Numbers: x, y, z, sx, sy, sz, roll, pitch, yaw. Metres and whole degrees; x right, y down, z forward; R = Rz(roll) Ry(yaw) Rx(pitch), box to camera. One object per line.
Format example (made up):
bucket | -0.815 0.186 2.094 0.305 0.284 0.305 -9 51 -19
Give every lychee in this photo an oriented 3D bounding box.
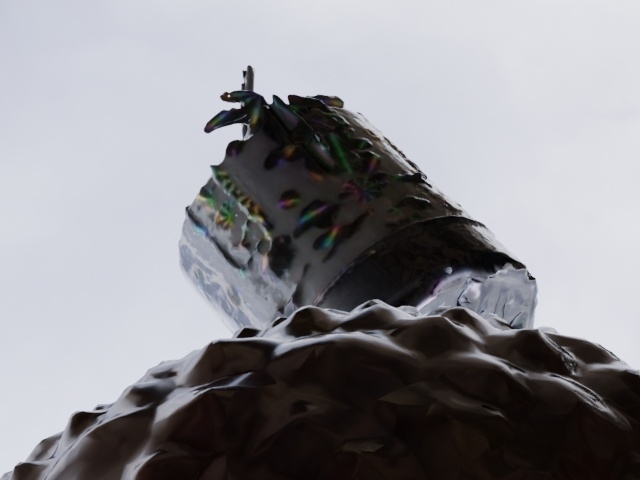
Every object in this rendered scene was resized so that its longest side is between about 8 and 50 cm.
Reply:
lychee | 0.005 0.138 0.456 0.261 0.260 0.260 3 -146 -2

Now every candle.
candle | 0.000 0.000 1.333 0.187 0.187 0.330 -19 -132 -31
